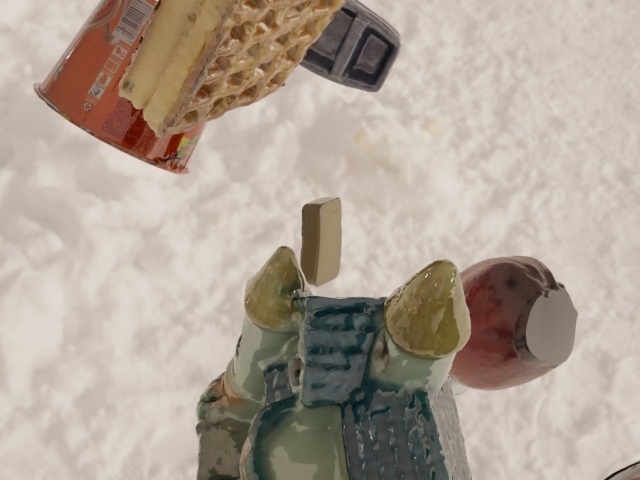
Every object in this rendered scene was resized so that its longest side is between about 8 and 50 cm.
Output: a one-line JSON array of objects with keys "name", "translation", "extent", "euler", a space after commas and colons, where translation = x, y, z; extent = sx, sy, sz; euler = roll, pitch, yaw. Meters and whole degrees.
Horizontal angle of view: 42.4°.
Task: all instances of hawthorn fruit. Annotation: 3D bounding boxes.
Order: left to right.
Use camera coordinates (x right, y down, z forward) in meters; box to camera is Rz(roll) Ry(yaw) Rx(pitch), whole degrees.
[{"name": "hawthorn fruit", "translation": [0.266, 0.136, 1.274], "extent": [0.215, 0.250, 0.215], "euler": [31, 39, -30]}]

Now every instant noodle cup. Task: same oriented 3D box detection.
[{"name": "instant noodle cup", "translation": [-0.246, -0.235, 1.165], "extent": [0.250, 0.250, 0.192], "euler": [36, 100, 27]}]

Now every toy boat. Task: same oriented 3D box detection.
[{"name": "toy boat", "translation": [-0.011, -0.332, 1.254], "extent": [0.283, 0.127, 0.078], "euler": [31, 32, 4]}]

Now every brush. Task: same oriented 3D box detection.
[{"name": "brush", "translation": [0.000, 0.000, 1.911], "extent": [0.059, 0.197, 0.123], "euler": [8, 15, 24]}]

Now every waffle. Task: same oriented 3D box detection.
[{"name": "waffle", "translation": [-0.072, -0.241, 0.854], "extent": [0.213, 0.308, 0.091], "euler": [-31, 81, -39]}]

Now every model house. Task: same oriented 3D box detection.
[{"name": "model house", "translation": [0.013, 0.126, 0.624], "extent": [0.194, 0.325, 0.267], "euler": [4, 43, -11]}]

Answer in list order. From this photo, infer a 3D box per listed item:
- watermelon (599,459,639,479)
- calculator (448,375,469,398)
[{"name": "watermelon", "translation": [0.247, 0.233, 0.509], "extent": [0.212, 0.212, 0.212], "euler": [1, 49, -1]}, {"name": "calculator", "translation": [0.175, 0.273, 1.455], "extent": [0.184, 0.295, 0.042], "euler": [-32, 66, 19]}]
